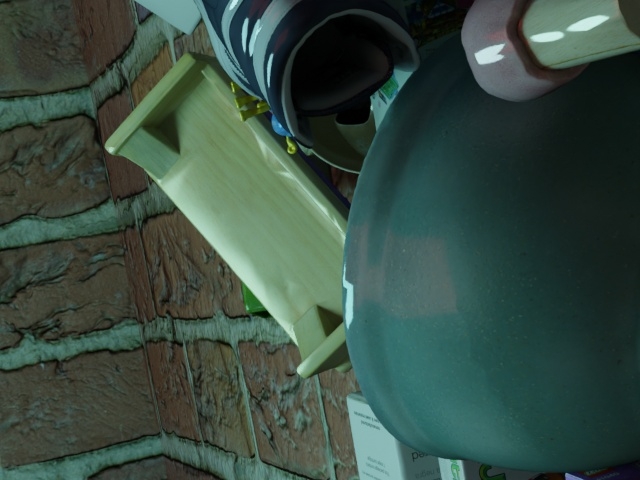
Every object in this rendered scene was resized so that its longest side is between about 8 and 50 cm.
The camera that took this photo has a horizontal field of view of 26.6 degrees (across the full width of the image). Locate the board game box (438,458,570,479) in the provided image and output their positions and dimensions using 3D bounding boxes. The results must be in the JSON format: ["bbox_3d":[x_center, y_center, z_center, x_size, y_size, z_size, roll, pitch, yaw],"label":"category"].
[{"bbox_3d":[0.204,0.244,1.104,0.053,0.193,0.305,-178,77,-71],"label":"board game box"}]

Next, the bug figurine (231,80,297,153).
[{"bbox_3d":[-0.033,-0.220,1.478,0.279,0.072,0.216,-51,-55,-68],"label":"bug figurine"}]

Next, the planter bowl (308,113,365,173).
[{"bbox_3d":[0.055,-0.162,1.384,0.109,0.162,0.162,-89,4,-48],"label":"planter bowl"}]

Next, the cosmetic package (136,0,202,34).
[{"bbox_3d":[-0.131,-0.399,1.610,0.224,0.138,0.225,-60,10,-18],"label":"cosmetic package"}]

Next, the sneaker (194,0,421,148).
[{"bbox_3d":[-0.001,-0.113,0.858,0.153,0.099,0.282,51,-179,24],"label":"sneaker"}]

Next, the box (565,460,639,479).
[{"bbox_3d":[0.280,0.274,0.896,0.057,0.201,0.293,-173,73,-69],"label":"box"}]

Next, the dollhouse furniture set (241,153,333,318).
[{"bbox_3d":[0.000,0.000,1.736,0.301,0.151,0.197,34,-133,-76],"label":"dollhouse furniture set"}]

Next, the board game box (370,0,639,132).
[{"bbox_3d":[0.127,-0.244,1.003,0.097,0.224,0.303,167,91,-69],"label":"board game box"}]

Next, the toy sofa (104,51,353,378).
[{"bbox_3d":[-0.047,-0.032,1.490,0.150,0.177,0.362,-46,76,18],"label":"toy sofa"}]

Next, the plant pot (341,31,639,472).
[{"bbox_3d":[0.181,0.017,0.837,0.196,0.293,0.293,13,115,42],"label":"plant pot"}]

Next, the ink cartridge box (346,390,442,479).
[{"bbox_3d":[0.153,0.259,1.250,0.114,0.197,0.272,-175,74,-70],"label":"ink cartridge box"}]

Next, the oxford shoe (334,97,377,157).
[{"bbox_3d":[0.095,-0.143,1.257,0.227,0.096,0.082,-35,28,41],"label":"oxford shoe"}]

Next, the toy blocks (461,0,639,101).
[{"bbox_3d":[0.169,-0.251,0.777,0.260,0.289,0.308,-4,100,65],"label":"toy blocks"}]
